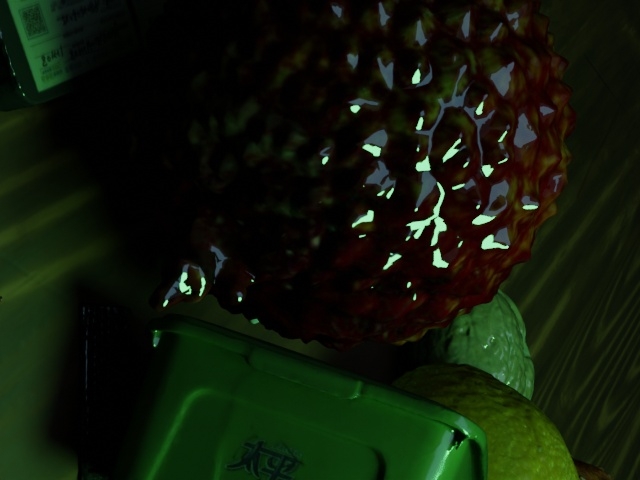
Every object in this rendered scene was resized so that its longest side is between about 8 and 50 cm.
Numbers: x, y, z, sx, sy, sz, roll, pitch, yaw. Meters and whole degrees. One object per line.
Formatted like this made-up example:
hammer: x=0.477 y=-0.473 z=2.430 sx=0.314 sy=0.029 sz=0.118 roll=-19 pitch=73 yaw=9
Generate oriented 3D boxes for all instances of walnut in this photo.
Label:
walnut: x=0.205 y=0.156 z=1.687 sx=0.178 sy=0.178 sz=0.230 roll=27 pitch=58 yaw=-52

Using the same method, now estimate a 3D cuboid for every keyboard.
keyboard: x=-0.205 y=0.157 z=1.191 sx=0.060 sy=0.018 sz=0.195 roll=10 pitch=76 yaw=-53

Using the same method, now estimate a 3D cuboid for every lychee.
lychee: x=0.011 y=-0.090 z=1.175 sx=0.500 sy=0.424 sz=0.424 roll=-40 pitch=120 yaw=-27

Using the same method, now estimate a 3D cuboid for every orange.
orange: x=0.155 y=0.322 z=1.445 sx=0.322 sy=0.322 sz=0.357 roll=37 pitch=49 yaw=-48

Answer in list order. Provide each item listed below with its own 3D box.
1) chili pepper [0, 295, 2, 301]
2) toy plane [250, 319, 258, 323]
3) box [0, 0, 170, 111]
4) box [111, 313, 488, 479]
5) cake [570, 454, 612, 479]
chili pepper: x=-0.320 y=0.069 z=1.021 sx=0.178 sy=0.027 sz=0.045 roll=-15 pitch=96 yaw=-58
toy plane: x=0.003 y=-0.002 z=1.447 sx=0.252 sy=0.118 sz=0.252 roll=21 pitch=56 yaw=-36
box: x=-0.219 y=-0.266 z=1.212 sx=0.350 sy=0.058 sz=0.211 roll=-34 pitch=115 yaw=-54
box: x=-0.024 y=0.217 z=1.162 sx=0.253 sy=0.329 sz=0.177 roll=70 pitch=41 yaw=-65
cake: x=0.327 y=0.444 z=1.807 sx=0.151 sy=0.177 sz=0.283 roll=18 pitch=74 yaw=-55
